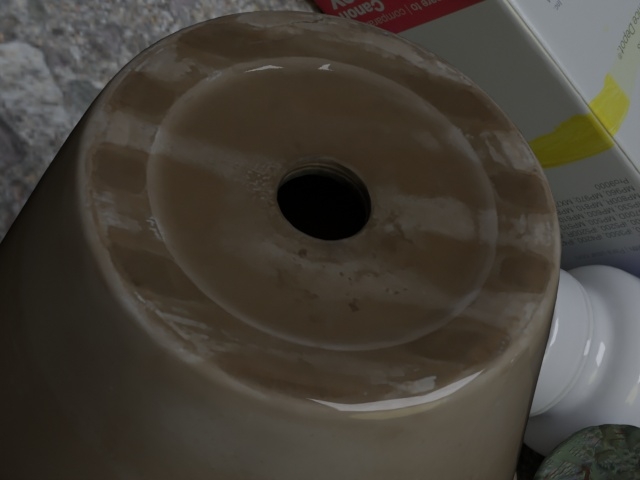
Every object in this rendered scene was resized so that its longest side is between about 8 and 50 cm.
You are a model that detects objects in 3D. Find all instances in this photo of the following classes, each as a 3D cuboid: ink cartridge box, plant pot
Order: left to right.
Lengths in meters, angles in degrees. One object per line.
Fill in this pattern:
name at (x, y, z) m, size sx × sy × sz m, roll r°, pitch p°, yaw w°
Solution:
plant pot at (-0.031, 0.055, 0.592) m, size 0.323 × 0.280 × 0.323 m, roll 8°, pitch 54°, yaw -11°
ink cartridge box at (0.192, -0.181, 1.002) m, size 0.384 × 0.160 × 0.279 m, roll 47°, pitch 54°, yaw -24°

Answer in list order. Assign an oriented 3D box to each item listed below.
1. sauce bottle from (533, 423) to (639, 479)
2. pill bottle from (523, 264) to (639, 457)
sauce bottle at (0.268, 0.266, 0.944) m, size 0.344 × 0.111 × 0.111 m, roll 50°, pitch 52°, yaw -37°
pill bottle at (0.235, 0.107, 0.978) m, size 0.272 × 0.152 × 0.152 m, roll 23°, pitch 66°, yaw -31°
